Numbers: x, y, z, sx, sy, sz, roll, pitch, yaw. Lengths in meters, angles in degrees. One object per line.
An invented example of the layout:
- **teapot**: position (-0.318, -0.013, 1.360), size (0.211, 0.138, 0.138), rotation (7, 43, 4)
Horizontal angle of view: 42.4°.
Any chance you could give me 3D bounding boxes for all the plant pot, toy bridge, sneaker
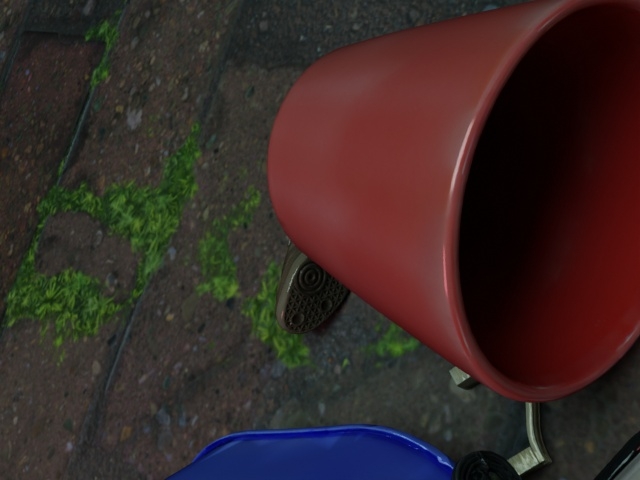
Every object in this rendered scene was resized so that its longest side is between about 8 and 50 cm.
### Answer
- **plant pot**: position (0.105, -0.047, 0.624), size (0.243, 0.275, 0.275), rotation (18, 85, 50)
- **toy bridge**: position (0.138, 0.099, 0.679), size (0.063, 0.026, 0.188), rotation (-37, 55, 18)
- **sneaker**: position (0.000, 0.000, 0.809), size (0.071, 0.066, 0.188), rotation (15, 78, 57)

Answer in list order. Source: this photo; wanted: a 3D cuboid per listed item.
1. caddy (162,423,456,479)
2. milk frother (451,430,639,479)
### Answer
- **caddy**: position (-0.012, 0.272, 0.638), size (0.341, 0.179, 0.241), rotation (-11, 89, 34)
- **milk frother**: position (0.180, 0.165, 0.531), size (0.135, 0.143, 0.129), rotation (-53, 20, 15)
